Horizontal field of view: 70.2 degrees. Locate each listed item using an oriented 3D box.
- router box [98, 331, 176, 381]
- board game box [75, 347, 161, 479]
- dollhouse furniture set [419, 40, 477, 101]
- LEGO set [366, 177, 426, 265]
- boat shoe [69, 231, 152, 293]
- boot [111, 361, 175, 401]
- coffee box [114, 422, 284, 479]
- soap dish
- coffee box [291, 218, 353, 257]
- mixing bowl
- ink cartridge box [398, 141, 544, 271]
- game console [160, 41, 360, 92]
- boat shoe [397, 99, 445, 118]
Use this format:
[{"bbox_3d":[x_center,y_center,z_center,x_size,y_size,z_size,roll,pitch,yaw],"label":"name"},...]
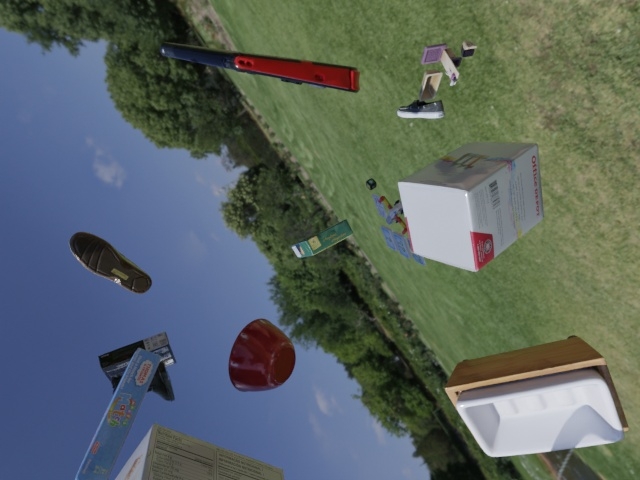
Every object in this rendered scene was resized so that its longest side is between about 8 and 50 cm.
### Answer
[{"bbox_3d":[-0.504,0.332,1.269,0.046,0.179,0.133,59,157,32],"label":"router box"},{"bbox_3d":[-0.284,0.253,0.636,0.039,0.160,0.211,25,147,-13],"label":"board game box"},{"bbox_3d":[0.234,-0.286,0.829,0.114,0.091,0.081,94,162,-61],"label":"dollhouse furniture set"},{"bbox_3d":[0.185,-0.046,1.232,0.182,0.060,0.244,37,155,60],"label":"LEGO set"},{"bbox_3d":[-0.452,0.047,0.979,0.190,0.068,0.072,48,171,-30],"label":"boat shoe"},{"bbox_3d":[-0.341,0.286,0.880,0.121,0.099,0.045,91,155,-43],"label":"boot"},{"bbox_3d":[-0.283,0.648,0.904,0.338,0.337,0.334,31,-167,-22],"label":"coffee box"},{"bbox_3d":[0.429,0.318,0.918,0.229,0.291,0.118,56,-152,-27],"label":"soap dish"},{"bbox_3d":[0.000,0.000,1.100,0.040,0.113,0.184,63,165,-2],"label":"coffee box"},{"bbox_3d":[-0.125,0.288,1.100,0.098,0.181,0.181,8,151,33],"label":"mixing bowl"},{"bbox_3d":[0.232,-0.061,0.693,0.127,0.176,0.128,18,132,52],"label":"ink cartridge box"},{"bbox_3d":[-0.135,-0.394,1.038,0.386,0.342,0.060,30,121,45],"label":"game console"},{"bbox_3d":[0.245,-0.324,1.113,0.142,0.049,0.040,22,129,50],"label":"boat shoe"}]
